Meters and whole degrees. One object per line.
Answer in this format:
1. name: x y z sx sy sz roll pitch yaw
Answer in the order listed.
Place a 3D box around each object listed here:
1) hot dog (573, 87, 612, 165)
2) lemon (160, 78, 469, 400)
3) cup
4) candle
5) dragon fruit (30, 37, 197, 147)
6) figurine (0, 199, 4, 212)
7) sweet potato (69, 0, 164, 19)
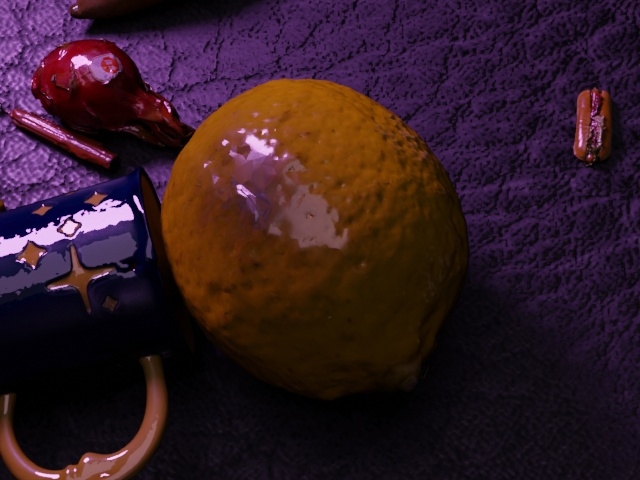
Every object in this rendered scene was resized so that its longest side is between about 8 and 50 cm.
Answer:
1. hot dog: 0.259 -0.110 1.399 0.037 0.021 0.083 1 62 7
2. lemon: 0.000 0.000 1.241 0.253 0.253 0.310 -32 60 -11
3. cup: -0.245 0.078 1.248 0.256 0.178 0.255 -17 36 -1
4. candle: -0.269 -0.108 1.451 0.167 0.021 0.026 24 42 18
5. dragon fruit: -0.191 -0.142 1.425 0.191 0.094 0.094 19 66 9
6. figurine: -0.364 -0.079 1.420 0.095 0.115 0.156 -49 42 17
7. sweet potato: -0.105 -0.327 1.515 0.346 0.079 0.108 -42 54 -18
